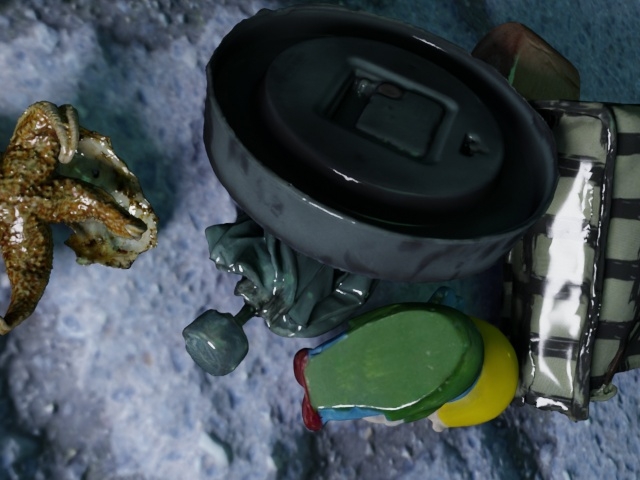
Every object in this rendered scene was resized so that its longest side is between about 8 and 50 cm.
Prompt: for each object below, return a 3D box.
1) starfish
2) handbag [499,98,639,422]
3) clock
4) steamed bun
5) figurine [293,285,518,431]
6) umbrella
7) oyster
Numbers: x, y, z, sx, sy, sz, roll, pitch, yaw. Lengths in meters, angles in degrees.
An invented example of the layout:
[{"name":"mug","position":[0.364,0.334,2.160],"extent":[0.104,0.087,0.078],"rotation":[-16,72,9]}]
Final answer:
[{"name":"starfish","position":[-0.233,-0.012,0.566],"extent":[0.190,0.074,0.146],"rotation":[-25,98,-16]},{"name":"handbag","position":[0.347,0.005,0.865],"extent":[0.325,0.163,0.326],"rotation":[-5,103,-33]},{"name":"clock","position":[0.053,-0.099,0.704],"extent":[0.325,0.067,0.325],"rotation":[11,44,-11]},{"name":"steamed bun","position":[0.226,-0.150,0.911],"extent":[0.145,0.106,0.175],"rotation":[24,79,-33]},{"name":"figurine","position":[0.089,0.129,0.737],"extent":[0.127,0.185,0.234],"rotation":[68,14,15]},{"name":"umbrella","position":[-0.003,-0.001,0.714],"extent":[0.143,0.094,0.349],"rotation":[40,50,4]},{"name":"oyster","position":[-0.180,-0.041,0.641],"extent":[0.086,0.029,0.132],"rotation":[-4,89,-23]}]
